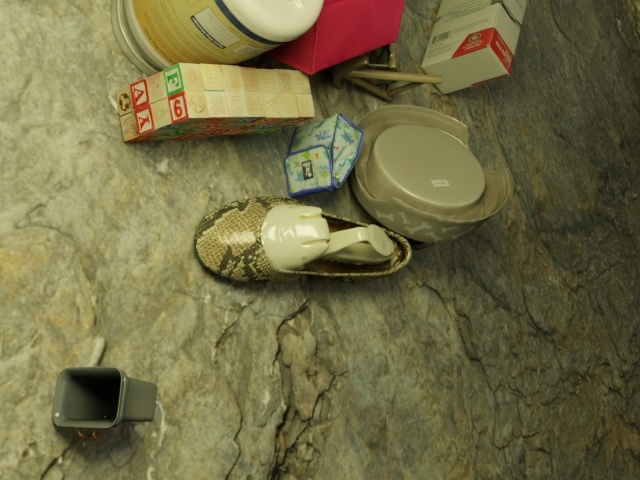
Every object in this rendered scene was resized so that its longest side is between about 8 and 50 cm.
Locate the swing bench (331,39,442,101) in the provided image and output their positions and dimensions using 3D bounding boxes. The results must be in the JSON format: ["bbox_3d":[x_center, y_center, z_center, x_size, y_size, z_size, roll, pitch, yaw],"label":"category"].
[{"bbox_3d":[0.113,-0.458,1.765,0.255,0.165,0.253,4,79,-41],"label":"swing bench"}]

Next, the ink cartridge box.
[{"bbox_3d":[0.388,-0.523,2.044,0.114,0.197,0.272,41,54,-36],"label":"ink cartridge box"}]

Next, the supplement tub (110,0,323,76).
[{"bbox_3d":[-0.173,-0.393,1.318,0.228,0.316,0.228,11,74,-44],"label":"supplement tub"}]

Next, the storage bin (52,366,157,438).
[{"bbox_3d":[-0.307,0.238,1.185,0.091,0.135,0.098,24,64,-53],"label":"storage bin"}]

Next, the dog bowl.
[{"bbox_3d":[0.220,-0.137,1.727,0.349,0.102,0.348,11,46,-11],"label":"dog bowl"}]

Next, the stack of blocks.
[{"bbox_3d":[-0.173,-0.231,1.394,0.297,0.171,0.087,-10,89,-48],"label":"stack of blocks"}]

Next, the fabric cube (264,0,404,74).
[{"bbox_3d":[-0.012,-0.489,1.482,0.258,0.254,0.259,-30,141,-41],"label":"fabric cube"}]

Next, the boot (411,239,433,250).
[{"bbox_3d":[0.243,-0.100,1.888,0.236,0.085,0.178,-45,110,-42],"label":"boot"}]

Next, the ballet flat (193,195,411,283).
[{"bbox_3d":[0.000,0.000,1.523,0.483,0.182,0.164,7,77,-46],"label":"ballet flat"}]

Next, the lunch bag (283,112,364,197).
[{"bbox_3d":[0.000,-0.159,1.597,0.096,0.129,0.151,31,62,-38],"label":"lunch bag"}]
